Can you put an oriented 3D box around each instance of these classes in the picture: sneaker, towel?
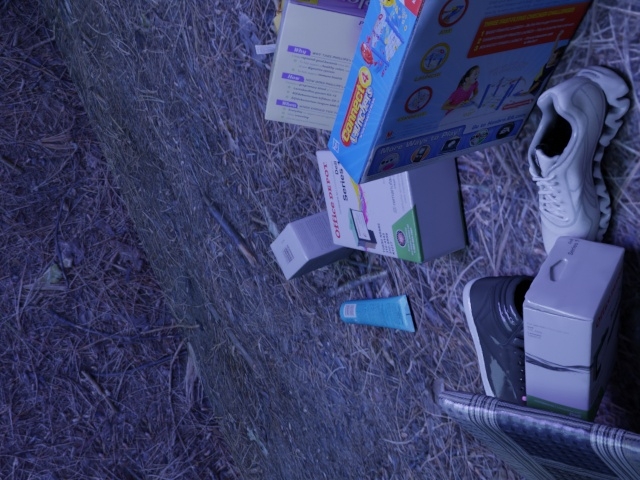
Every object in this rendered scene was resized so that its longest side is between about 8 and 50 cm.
[{"bbox_3d":[0.335,-0.089,0.987,0.110,0.118,0.291,29,132,47],"label":"sneaker"},{"bbox_3d":[0.334,0.189,1.157,0.147,0.105,0.295,-35,72,65],"label":"sneaker"},{"bbox_3d":[0.370,0.306,1.014,0.312,0.056,0.324,3,150,42],"label":"towel"}]

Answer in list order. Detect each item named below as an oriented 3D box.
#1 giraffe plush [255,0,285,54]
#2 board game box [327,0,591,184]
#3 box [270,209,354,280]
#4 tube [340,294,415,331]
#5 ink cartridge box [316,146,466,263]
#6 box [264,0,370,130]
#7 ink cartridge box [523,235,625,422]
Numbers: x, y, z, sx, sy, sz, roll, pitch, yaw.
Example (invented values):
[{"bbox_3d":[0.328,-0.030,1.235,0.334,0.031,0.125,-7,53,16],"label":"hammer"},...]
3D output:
[{"bbox_3d":[-0.017,-0.416,1.356,0.181,0.211,0.170,109,162,-53],"label":"giraffe plush"},{"bbox_3d":[0.187,-0.240,0.949,0.086,0.308,0.301,54,146,29],"label":"board game box"},{"bbox_3d":[0.000,0.000,1.537,0.091,0.171,0.130,63,150,11],"label":"box"},{"bbox_3d":[0.124,0.157,1.554,0.207,0.052,0.080,-5,107,54],"label":"tube"},{"bbox_3d":[0.125,-0.083,1.335,0.278,0.117,0.201,12,117,57],"label":"ink cartridge box"},{"bbox_3d":[0.029,-0.317,1.234,0.242,0.214,0.117,108,168,-49],"label":"box"},{"bbox_3d":[0.350,0.128,0.985,0.093,0.160,0.219,13,134,31],"label":"ink cartridge box"}]
